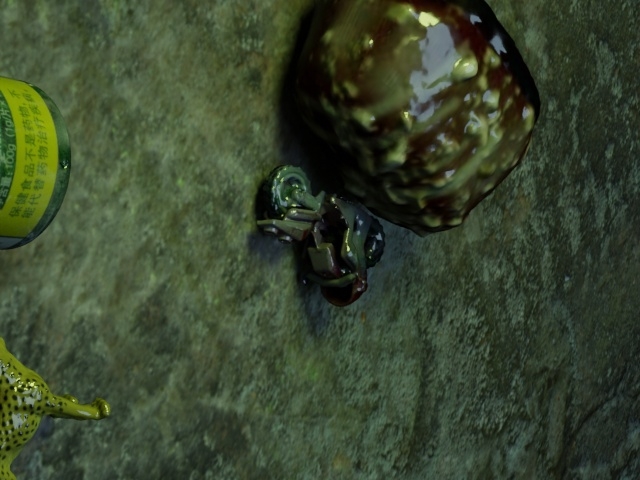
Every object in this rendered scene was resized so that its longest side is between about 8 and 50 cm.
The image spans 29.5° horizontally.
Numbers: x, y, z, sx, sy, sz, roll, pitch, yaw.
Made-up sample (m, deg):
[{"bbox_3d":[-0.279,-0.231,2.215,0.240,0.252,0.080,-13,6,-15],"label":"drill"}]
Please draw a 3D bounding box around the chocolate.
[{"bbox_3d":[0.097,-0.145,1.403,0.210,0.225,0.340,-56,135,-19],"label":"chocolate"}]

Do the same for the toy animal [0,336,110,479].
[{"bbox_3d":[-0.286,0.182,1.075,0.136,0.073,0.181,34,82,-44],"label":"toy animal"}]

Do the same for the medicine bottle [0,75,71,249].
[{"bbox_3d":[-0.331,-0.068,0.879,0.293,0.141,0.141,5,93,-54],"label":"medicine bottle"}]

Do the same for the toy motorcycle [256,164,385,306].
[{"bbox_3d":[-0.001,0.000,1.415,0.213,0.082,0.122,32,61,-44],"label":"toy motorcycle"}]
